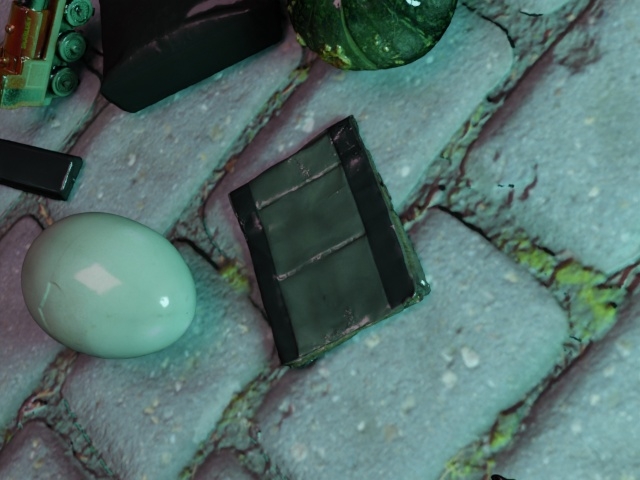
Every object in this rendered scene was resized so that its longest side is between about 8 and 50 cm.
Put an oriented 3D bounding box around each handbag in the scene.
[{"bbox_3d":[-0.169,-0.294,1.226,0.246,0.080,0.223,-22,62,21],"label":"handbag"}]

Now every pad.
[{"bbox_3d":[0.000,0.000,1.054,0.174,0.022,0.233,-32,57,17],"label":"pad"}]

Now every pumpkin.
[{"bbox_3d":[0.052,-0.261,1.047,0.190,0.146,0.190,-15,71,48],"label":"pumpkin"}]

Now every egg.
[{"bbox_3d":[-0.222,0.049,1.082,0.209,0.151,0.151,17,81,33],"label":"egg"}]

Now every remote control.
[{"bbox_3d":[-0.400,-0.100,1.319,0.245,0.025,0.063,13,83,33],"label":"remote control"}]

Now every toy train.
[{"bbox_3d":[-0.353,-0.249,1.275,0.074,0.118,0.176,32,115,30],"label":"toy train"}]

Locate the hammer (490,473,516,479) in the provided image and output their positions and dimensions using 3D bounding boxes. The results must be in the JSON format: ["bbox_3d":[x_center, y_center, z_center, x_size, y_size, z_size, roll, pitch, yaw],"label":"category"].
[{"bbox_3d":[0.198,0.262,0.841,0.065,0.021,0.178,-40,54,10],"label":"hammer"}]
